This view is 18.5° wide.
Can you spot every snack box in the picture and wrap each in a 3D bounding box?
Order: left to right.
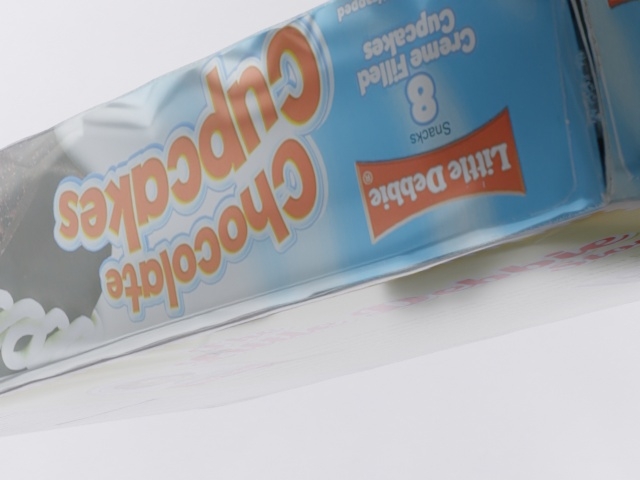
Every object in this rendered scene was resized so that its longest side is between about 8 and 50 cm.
[{"bbox_3d":[0.000,0.000,0.500,0.187,0.322,0.060,-4,-100,-45],"label":"snack box"}]
